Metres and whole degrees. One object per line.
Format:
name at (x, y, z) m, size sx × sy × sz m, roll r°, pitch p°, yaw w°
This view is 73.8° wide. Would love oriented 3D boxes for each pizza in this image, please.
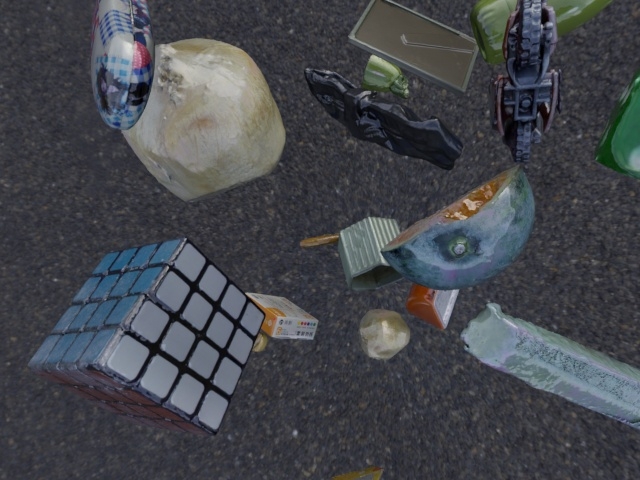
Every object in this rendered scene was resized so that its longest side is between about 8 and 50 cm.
pizza at (0.000, 0.000, 1.624) m, size 0.184 × 0.176 × 0.036 m, roll -11°, pitch 94°, yaw -17°

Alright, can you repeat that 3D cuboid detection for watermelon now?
watermelon at (0.293, 0.013, 0.830) m, size 0.321 × 0.175 × 0.188 m, roll -36°, pitch 93°, yaw 21°

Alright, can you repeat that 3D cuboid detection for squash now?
squash at (0.190, -0.438, 1.150) m, size 0.132 × 0.105 × 0.105 m, roll 26°, pitch 90°, yaw 14°

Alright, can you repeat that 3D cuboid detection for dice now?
dice at (0.417, -0.134, 0.504) m, size 0.130 × 0.120 × 0.129 m, roll 28°, pitch 119°, yaw 23°

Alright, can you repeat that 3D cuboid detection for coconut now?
coconut at (-0.300, -0.314, 1.059) m, size 0.403 × 0.404 × 0.406 m, roll -1°, pitch 86°, yaw 8°
coconut at (0.222, 0.343, 1.562) m, size 0.194 × 0.194 × 0.195 m, roll -1°, pitch 86°, yaw 8°

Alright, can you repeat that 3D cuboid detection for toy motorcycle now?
toy motorcycle at (0.247, -0.198, 0.517) m, size 0.084 × 0.213 × 0.118 m, roll 4°, pitch 58°, yaw 24°

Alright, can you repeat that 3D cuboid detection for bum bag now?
bum bag at (0.090, -0.183, 0.654) m, size 0.310 × 0.137 × 0.074 m, roll 40°, pitch 96°, yaw 38°

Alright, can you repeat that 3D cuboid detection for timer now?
timer at (0.406, 0.140, 1.482) m, size 0.161 × 0.250 × 0.258 m, roll 20°, pitch 68°, yaw 18°

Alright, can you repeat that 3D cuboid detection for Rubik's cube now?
Rubik's cube at (-0.400, 0.236, 1.042) m, size 0.344 × 0.344 × 0.338 m, roll -11°, pitch 43°, yaw 33°

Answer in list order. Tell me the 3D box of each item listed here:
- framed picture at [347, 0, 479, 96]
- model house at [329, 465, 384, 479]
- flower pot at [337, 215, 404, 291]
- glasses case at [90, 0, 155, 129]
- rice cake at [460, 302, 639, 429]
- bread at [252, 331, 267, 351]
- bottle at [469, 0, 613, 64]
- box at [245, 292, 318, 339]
framed picture at (0.201, -0.413, 0.885) m, size 0.259 × 0.023 × 0.189 m, roll 25°, pitch 58°, yaw -1°
model house at (0.060, 0.630, 0.946) m, size 0.219 × 0.207 × 0.136 m, roll -22°, pitch 83°, yaw 7°
flower pot at (0.182, 0.050, 1.483) m, size 0.239 × 0.209 × 0.190 m, roll -25°, pitch 61°, yaw 24°
glasses case at (-0.291, -0.288, 0.624) m, size 0.125 × 0.076 × 0.328 m, roll -54°, pitch 43°, yaw 33°
rice cake at (0.200, 0.103, 0.323) m, size 0.210 × 0.034 × 0.043 m, roll 24°, pitch 108°, yaw -13°
bread at (-0.247, 0.402, 1.686) m, size 0.056 × 0.115 × 0.082 m, roll 43°, pitch 66°, yaw -20°
bottle at (0.391, -0.396, 0.703) m, size 0.259 × 0.112 × 0.112 m, roll -21°, pitch 83°, yaw 20°
box at (-0.171, 0.310, 1.751) m, size 0.273 × 0.220 × 0.091 m, roll 23°, pitch 97°, yaw 47°
